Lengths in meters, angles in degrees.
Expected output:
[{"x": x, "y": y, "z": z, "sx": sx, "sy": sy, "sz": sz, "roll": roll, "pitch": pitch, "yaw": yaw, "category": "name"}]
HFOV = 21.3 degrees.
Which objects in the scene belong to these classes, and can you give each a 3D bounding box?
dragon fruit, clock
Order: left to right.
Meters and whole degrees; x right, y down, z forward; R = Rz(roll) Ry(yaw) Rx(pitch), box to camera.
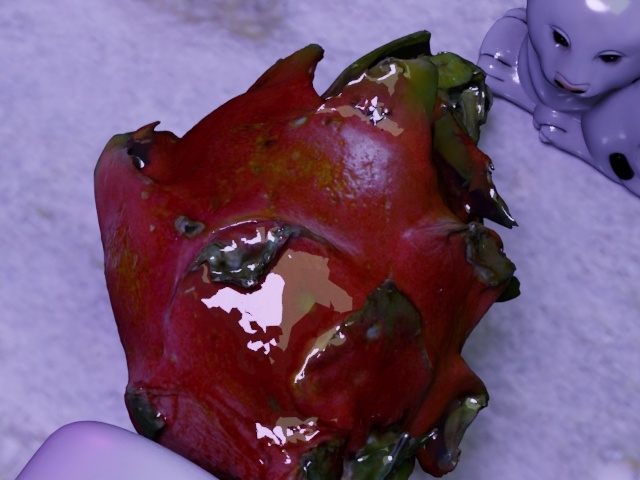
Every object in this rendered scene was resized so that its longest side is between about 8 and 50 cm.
[{"x": 0.018, "y": 0.012, "z": 0.781, "sx": 0.269, "sy": 0.198, "sz": 0.200, "roll": -29, "pitch": 65, "yaw": -32, "category": "dragon fruit"}, {"x": 0.173, "y": -0.083, "z": 0.866, "sx": 0.176, "sy": 0.117, "sz": 0.080, "roll": 30, "pitch": 68, "yaw": 1, "category": "clock"}]

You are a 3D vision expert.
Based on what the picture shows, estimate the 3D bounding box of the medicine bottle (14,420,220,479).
[{"x": -0.116, "y": 0.212, "z": 0.690, "sx": 0.152, "sy": 0.152, "sz": 0.254, "roll": 32, "pitch": 69, "yaw": 3, "category": "medicine bottle"}]
